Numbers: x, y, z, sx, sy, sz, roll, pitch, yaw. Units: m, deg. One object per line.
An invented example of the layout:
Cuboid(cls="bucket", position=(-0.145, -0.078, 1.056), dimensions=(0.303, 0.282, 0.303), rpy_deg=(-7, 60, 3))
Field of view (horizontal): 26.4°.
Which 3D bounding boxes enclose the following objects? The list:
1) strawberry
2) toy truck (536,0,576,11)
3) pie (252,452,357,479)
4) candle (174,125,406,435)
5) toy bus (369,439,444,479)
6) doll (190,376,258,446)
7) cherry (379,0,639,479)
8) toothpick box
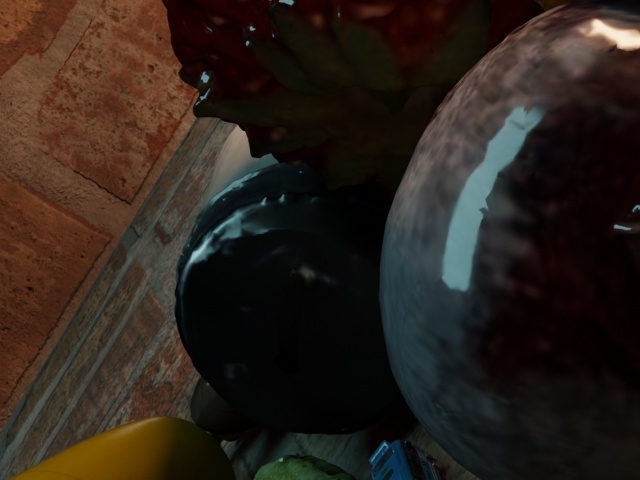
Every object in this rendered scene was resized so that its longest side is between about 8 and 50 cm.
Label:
Cuboid(cls="strawberry", position=(0.036, -0.227, 0.952), dimensions=(0.295, 0.317, 0.345), rpy_deg=(-10, 58, 28))
Cuboid(cls="toy truck", position=(0.244, -0.193, 0.743), dimensions=(0.212, 0.204, 0.288), rpy_deg=(-60, -2, -16))
Cuboid(cls="pie", position=(-0.057, 0.304, 1.032), dimensions=(0.323, 0.070, 0.323), rpy_deg=(-54, 17, 26))
Cuboid(cls="candle", position=(0.000, 0.000, 1.170), dimensions=(0.221, 0.221, 0.342), rpy_deg=(-51, 12, 24))
Cuboid(cls="toy bus", position=(0.062, 0.173, 0.943), dimensions=(0.038, 0.046, 0.083), rpy_deg=(-54, 16, 13))
Cuboid(cls="doll", position=(-0.089, 0.152, 1.360), dimensions=(0.188, 0.096, 0.145), rpy_deg=(-54, -13, 24))
Cuboid(cls="cherry", position=(0.142, 0.007, 0.688), dimensions=(0.296, 0.218, 0.255), rpy_deg=(114, 173, -86))
Cuboid(cls="toothpick box", position=(-0.186, 0.258, 1.222), dimensions=(0.175, 0.175, 0.271), rpy_deg=(-52, -10, 22))
